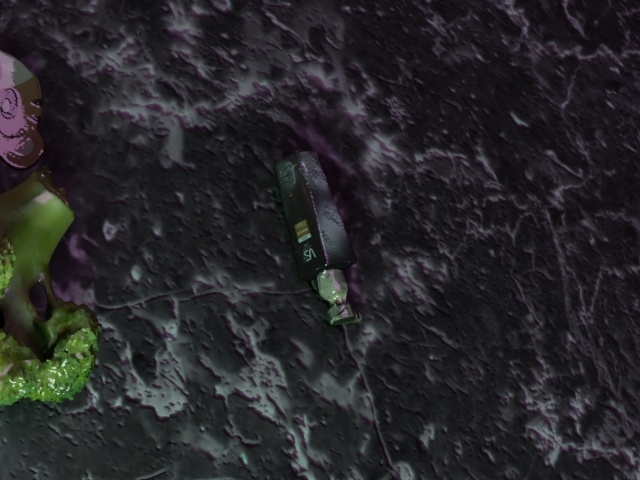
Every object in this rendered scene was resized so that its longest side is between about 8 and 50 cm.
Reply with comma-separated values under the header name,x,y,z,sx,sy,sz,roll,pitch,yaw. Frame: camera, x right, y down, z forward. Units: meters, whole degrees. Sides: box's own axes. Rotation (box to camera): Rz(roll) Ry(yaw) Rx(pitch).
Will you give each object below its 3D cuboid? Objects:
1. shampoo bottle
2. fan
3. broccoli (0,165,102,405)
name,x,y,z,sx,sy,sz,roll,pitch,yaw
shampoo bottle,0.000,0.000,1.589,0.063,0.057,0.208,-5,71,-39
fan,-0.372,-0.192,1.485,0.152,0.008,0.227,7,73,-25
broccoli,-0.317,0.043,1.313,0.302,0.186,0.254,-25,74,-30
